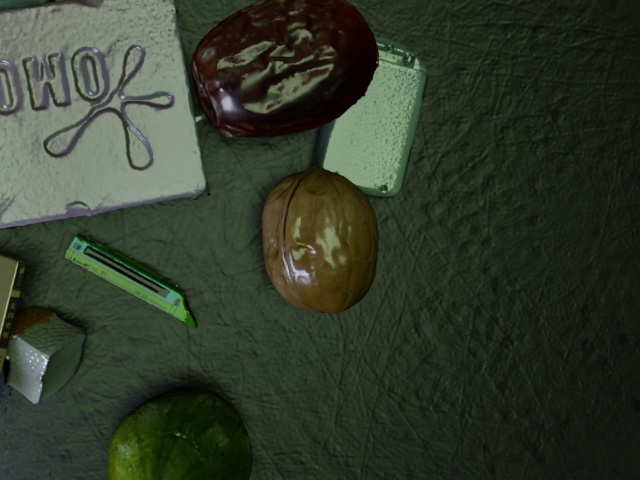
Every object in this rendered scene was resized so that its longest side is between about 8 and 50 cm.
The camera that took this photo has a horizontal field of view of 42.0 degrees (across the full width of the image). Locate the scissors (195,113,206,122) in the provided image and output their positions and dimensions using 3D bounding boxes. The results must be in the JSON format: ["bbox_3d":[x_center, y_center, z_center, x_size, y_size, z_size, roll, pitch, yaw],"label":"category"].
[{"bbox_3d":[-0.193,-0.165,1.191,0.083,0.006,0.036,-27,96,-7],"label":"scissors"}]

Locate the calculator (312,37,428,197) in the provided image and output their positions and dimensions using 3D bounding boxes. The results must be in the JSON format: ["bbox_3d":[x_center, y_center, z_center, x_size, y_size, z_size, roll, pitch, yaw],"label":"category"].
[{"bbox_3d":[0.073,-0.173,1.219,0.141,0.045,0.246,12,91,-11],"label":"calculator"}]

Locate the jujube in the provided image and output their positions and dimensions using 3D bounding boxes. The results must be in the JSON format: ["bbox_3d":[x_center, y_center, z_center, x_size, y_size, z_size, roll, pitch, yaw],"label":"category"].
[{"bbox_3d":[-0.043,-0.233,1.106,0.243,0.183,0.183,-21,97,-17],"label":"jujube"}]

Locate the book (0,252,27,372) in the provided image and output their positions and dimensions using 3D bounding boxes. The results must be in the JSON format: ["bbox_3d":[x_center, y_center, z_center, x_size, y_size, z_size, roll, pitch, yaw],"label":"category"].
[{"bbox_3d":[-0.480,0.120,1.104,0.161,0.026,0.231,14,90,23],"label":"book"}]

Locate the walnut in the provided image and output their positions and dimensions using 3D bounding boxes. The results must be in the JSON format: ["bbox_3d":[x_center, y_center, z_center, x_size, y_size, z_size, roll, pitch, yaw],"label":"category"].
[{"bbox_3d":[0.000,0.000,1.157,0.167,0.167,0.207,-7,96,-10],"label":"walnut"}]

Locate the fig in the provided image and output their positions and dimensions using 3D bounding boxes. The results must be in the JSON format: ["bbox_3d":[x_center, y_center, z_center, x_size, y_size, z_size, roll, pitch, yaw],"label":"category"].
[{"bbox_3d":[-0.188,0.304,1.108,0.203,0.235,0.203,0,92,-6],"label":"fig"}]

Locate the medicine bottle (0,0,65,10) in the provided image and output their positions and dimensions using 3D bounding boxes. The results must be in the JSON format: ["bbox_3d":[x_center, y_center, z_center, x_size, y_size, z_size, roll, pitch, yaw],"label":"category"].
[{"bbox_3d":[-0.392,-0.342,1.105,0.203,0.083,0.083,-9,95,-9],"label":"medicine bottle"}]

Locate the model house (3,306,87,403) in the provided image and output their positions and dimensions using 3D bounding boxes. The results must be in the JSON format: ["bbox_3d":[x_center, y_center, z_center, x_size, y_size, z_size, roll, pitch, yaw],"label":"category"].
[{"bbox_3d":[-0.391,0.151,1.144,0.100,0.088,0.101,29,121,12],"label":"model house"}]

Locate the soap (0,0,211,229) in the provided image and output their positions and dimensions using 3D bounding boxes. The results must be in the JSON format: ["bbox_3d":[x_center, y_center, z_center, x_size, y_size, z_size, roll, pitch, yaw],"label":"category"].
[{"bbox_3d":[-0.314,-0.172,1.119,0.296,0.107,0.285,-12,97,-6],"label":"soap"}]

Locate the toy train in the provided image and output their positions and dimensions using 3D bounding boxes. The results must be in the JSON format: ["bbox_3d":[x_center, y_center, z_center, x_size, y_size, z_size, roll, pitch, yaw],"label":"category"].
[{"bbox_3d":[-0.256,0.056,1.174,0.209,0.044,0.042,30,86,-11],"label":"toy train"}]
